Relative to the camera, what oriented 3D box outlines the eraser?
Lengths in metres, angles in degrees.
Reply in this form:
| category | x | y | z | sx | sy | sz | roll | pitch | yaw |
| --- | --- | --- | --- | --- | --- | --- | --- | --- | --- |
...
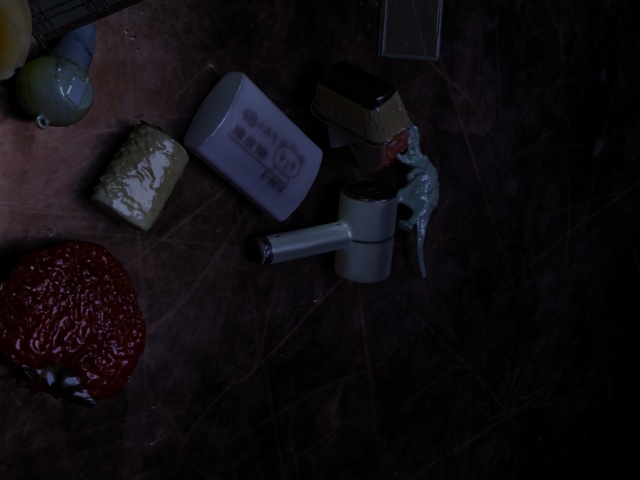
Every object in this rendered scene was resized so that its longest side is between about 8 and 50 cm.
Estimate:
| category | x | y | z | sx | sy | sz | roll | pitch | yaw |
| --- | --- | --- | --- | --- | --- | --- | --- | --- | --- |
| eraser | -0.124 | -0.178 | 1.745 | 0.270 | 0.095 | 0.174 | 41 | 73 | -41 |

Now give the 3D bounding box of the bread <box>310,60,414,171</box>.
| category | x | y | z | sx | sy | sz | roll | pitch | yaw |
| --- | --- | --- | --- | --- | --- | --- | --- | --- | --- |
| bread | 0.081 | -0.245 | 1.857 | 0.142 | 0.224 | 0.212 | -40 | 145 | -24 |

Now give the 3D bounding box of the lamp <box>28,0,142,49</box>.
| category | x | y | z | sx | sy | sz | roll | pitch | yaw |
| --- | --- | --- | --- | --- | --- | --- | --- | --- | --- |
| lamp | -0.303 | -0.405 | 1.365 | 0.090 | 0.325 | 0.089 | -102 | 167 | -45 |

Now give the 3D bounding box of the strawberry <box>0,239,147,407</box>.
| category | x | y | z | sx | sy | sz | roll | pitch | yaw |
| --- | --- | --- | --- | --- | --- | --- | --- | --- | --- |
| strawberry | -0.404 | 0.126 | 1.434 | 0.261 | 0.261 | 0.257 | 35 | 81 | -44 |

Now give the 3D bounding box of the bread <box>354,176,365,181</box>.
| category | x | y | z | sx | sy | sz | roll | pitch | yaw |
| --- | --- | --- | --- | --- | --- | --- | --- | --- | --- |
| bread | 0.091 | -0.099 | 2.023 | 0.049 | 0.034 | 0.088 | 0 | 98 | -52 |

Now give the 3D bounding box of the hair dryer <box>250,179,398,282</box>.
| category | x | y | z | sx | sy | sz | roll | pitch | yaw |
| --- | --- | --- | --- | --- | --- | --- | --- | --- | --- |
| hair dryer | 0.000 | 0.000 | 1.895 | 0.362 | 0.128 | 0.203 | -12 | 119 | -32 |

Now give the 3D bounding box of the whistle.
| category | x | y | z | sx | sy | sz | roll | pitch | yaw |
| --- | --- | --- | --- | --- | --- | --- | --- | --- | --- |
| whistle | -0.417 | -0.269 | 1.436 | 0.123 | 0.123 | 0.223 | 41 | 50 | -43 |

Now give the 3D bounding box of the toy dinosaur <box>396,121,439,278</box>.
| category | x | y | z | sx | sy | sz | roll | pitch | yaw |
| --- | --- | --- | --- | --- | --- | --- | --- | --- | --- |
| toy dinosaur | 0.220 | -0.079 | 2.121 | 0.205 | 0.092 | 0.392 | -41 | 117 | -39 |

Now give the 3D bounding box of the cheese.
| category | x | y | z | sx | sy | sz | roll | pitch | yaw |
| --- | --- | --- | --- | --- | --- | --- | --- | --- | --- |
| cheese | -0.311 | -0.109 | 1.568 | 0.123 | 0.094 | 0.167 | 44 | 68 | -43 |

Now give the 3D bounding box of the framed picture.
| category | x | y | z | sx | sy | sz | roll | pitch | yaw |
| --- | --- | --- | --- | --- | --- | --- | --- | --- | --- |
| framed picture | 0.213 | -0.560 | 2.054 | 0.213 | 0.016 | 0.289 | -8 | 104 | -45 |

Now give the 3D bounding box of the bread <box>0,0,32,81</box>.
| category | x | y | z | sx | sy | sz | roll | pitch | yaw |
| --- | --- | --- | --- | --- | --- | --- | --- | --- | --- |
| bread | -0.589 | -0.302 | 1.206 | 0.389 | 0.183 | 0.236 | -18 | 128 | -48 |
